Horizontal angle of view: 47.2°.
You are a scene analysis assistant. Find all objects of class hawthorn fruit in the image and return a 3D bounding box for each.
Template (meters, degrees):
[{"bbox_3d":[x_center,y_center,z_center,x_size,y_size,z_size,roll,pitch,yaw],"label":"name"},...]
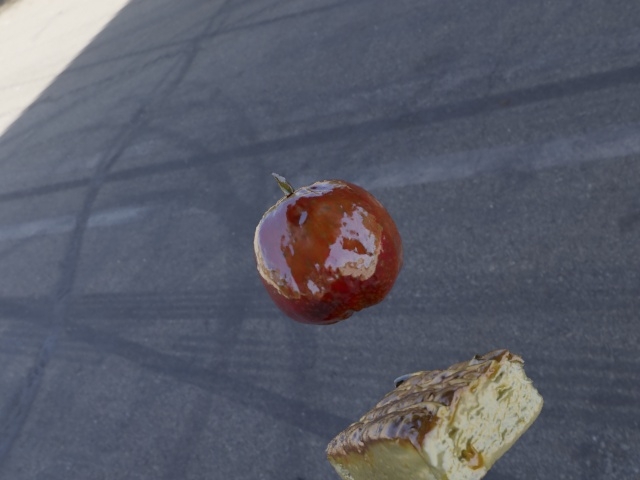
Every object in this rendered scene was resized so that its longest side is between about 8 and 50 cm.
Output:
[{"bbox_3d":[0.000,0.000,0.887,0.179,0.200,0.179,-33,0,0],"label":"hawthorn fruit"}]

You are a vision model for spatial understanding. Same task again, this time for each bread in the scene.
[{"bbox_3d":[0.133,0.238,0.929,0.185,0.114,0.275,-36,-2,-27],"label":"bread"}]
